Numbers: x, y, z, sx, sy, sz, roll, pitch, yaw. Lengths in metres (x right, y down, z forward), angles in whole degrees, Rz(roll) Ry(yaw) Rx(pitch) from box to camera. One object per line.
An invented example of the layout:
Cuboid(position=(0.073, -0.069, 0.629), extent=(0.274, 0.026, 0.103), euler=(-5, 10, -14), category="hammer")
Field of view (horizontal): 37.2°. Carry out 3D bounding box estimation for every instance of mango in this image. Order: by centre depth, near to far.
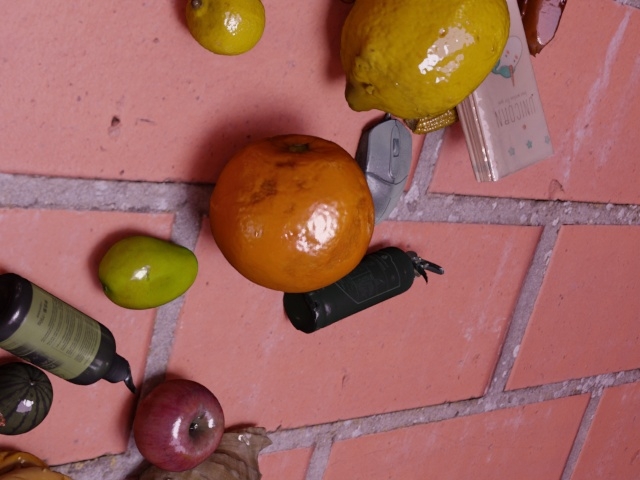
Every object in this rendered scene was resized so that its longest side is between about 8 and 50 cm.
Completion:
Cuboid(position=(-0.264, 0.054, 1.457), extent=(0.163, 0.089, 0.117), euler=(19, 100, -46), category="mango")

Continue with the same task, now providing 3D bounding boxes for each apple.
Cuboid(position=(-0.241, 0.308, 1.586), extent=(0.153, 0.120, 0.153), euler=(-1, 91, -46), category="apple")

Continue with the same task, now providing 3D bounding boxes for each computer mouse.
Cuboid(position=(0.113, -0.118, 1.714), extent=(0.113, 0.068, 0.228), euler=(-2, 114, -43), category="computer mouse")

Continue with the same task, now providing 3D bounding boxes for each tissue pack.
Cuboid(position=(0.314, -0.283, 1.721), extent=(0.170, 0.071, 0.325), euler=(-26, 105, -33), category="tissue pack")

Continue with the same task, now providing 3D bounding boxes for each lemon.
Cuboid(position=(-0.136, -0.319, 1.350), extent=(0.133, 0.109, 0.109), euler=(5, 109, -53), category="lemon")
Cuboid(position=(0.162, -0.324, 1.516), extent=(0.320, 0.245, 0.245), euler=(-45, 136, -1), category="lemon")

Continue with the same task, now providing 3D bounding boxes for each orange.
Cuboid(position=(-0.044, -0.043, 1.478), extent=(0.261, 0.261, 0.261), euler=(-21, 125, -33), category="orange")

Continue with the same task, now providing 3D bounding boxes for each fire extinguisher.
Cuboid(position=(0.087, 0.082, 1.774), extent=(0.311, 0.114, 0.095), euler=(-22, 134, -34), category="fire extinguisher")

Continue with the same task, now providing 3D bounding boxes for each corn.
Cuboid(position=(0.240, -0.249, 1.756), extent=(0.207, 0.068, 0.068), euler=(-26, 128, -30), category="corn")

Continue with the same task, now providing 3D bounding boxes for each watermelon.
Cuboid(position=(-0.436, 0.224, 1.376), extent=(0.133, 0.105, 0.105), euler=(-36, 147, 31), category="watermelon")

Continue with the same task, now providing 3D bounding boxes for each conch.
Cuboid(position=(-0.195, 0.475, 1.705), extent=(0.324, 0.186, 0.263), euler=(-23, 145, -30), category="conch")

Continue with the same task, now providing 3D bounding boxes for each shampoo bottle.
Cuboid(position=(-0.376, 0.150, 1.402), extent=(0.101, 0.101, 0.284), euler=(-53, 137, -5), category="shampoo bottle")

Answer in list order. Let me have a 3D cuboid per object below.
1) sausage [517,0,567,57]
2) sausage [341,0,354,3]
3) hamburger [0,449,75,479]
Cuboid(position=(0.433, -0.507, 1.765), extent=(0.102, 0.102, 0.330), euler=(2, 111, -42), category="sausage")
Cuboid(position=(0.009, -0.410, 1.476), extent=(0.131, 0.041, 0.039), euler=(21, 103, -46), category="sausage")
Cuboid(position=(-0.485, 0.468, 1.437), extent=(0.314, 0.170, 0.289), euler=(-38, 139, -22), category="hamburger")
